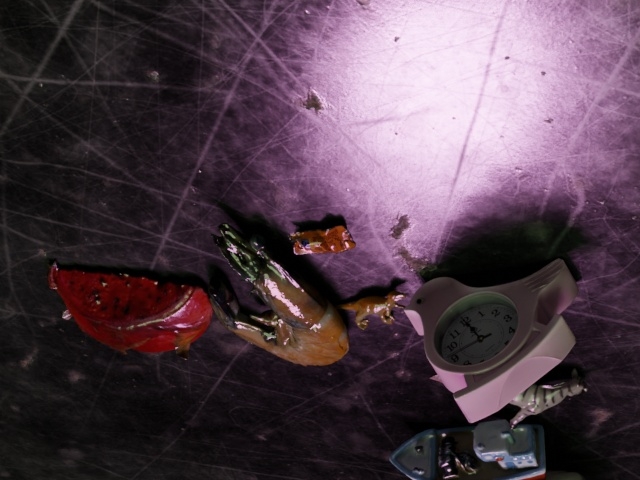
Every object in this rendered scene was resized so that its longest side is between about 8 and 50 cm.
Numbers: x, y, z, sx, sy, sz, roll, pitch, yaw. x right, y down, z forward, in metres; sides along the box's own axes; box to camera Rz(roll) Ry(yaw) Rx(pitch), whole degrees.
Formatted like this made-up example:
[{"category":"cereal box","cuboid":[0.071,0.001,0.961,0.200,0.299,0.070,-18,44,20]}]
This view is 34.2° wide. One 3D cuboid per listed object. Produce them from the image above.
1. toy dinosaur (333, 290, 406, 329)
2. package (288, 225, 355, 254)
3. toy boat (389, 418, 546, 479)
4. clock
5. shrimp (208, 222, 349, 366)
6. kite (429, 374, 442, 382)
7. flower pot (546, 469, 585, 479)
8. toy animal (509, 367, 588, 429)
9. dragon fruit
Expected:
[{"category":"toy dinosaur","cuboid":[0.081,0.118,1.947,0.162,0.039,0.126,15,145,9]},{"category":"package","cuboid":[0.000,0.001,1.821,0.110,0.033,0.077,-5,130,16]},{"category":"toy boat","cuboid":[0.311,0.455,2.215,0.331,0.145,0.133,-11,137,21]},{"category":"clock","cuboid":[0.304,0.131,1.785,0.290,0.275,0.080,-35,129,0]},{"category":"shrimp","cuboid":[-0.111,0.109,1.968,0.272,0.085,0.445,0,143,29]},{"category":"kite","cuboid":[0.285,0.273,2.104,0.139,0.011,0.157,-9,138,24]},{"category":"flower pot","cuboid":[0.434,0.620,2.304,0.254,0.165,0.367,-7,160,-43]},{"category":"toy animal","cuboid":[0.398,0.291,2.040,0.216,0.073,0.176,26,128,-6]},{"category":"dragon fruit","cuboid":[-0.376,0.170,2.112,0.343,0.100,0.282,5,147,13]}]
